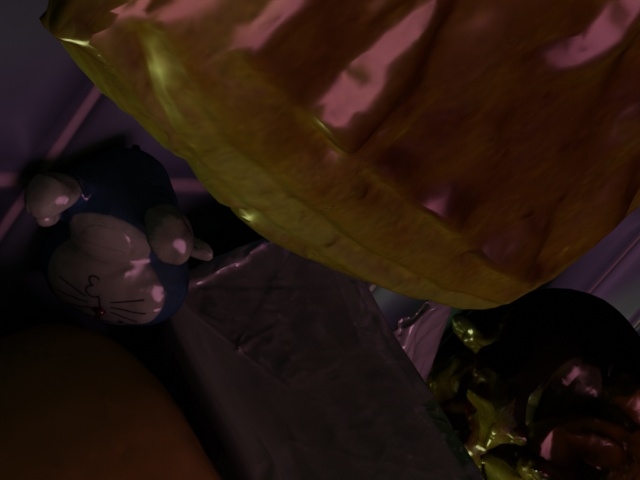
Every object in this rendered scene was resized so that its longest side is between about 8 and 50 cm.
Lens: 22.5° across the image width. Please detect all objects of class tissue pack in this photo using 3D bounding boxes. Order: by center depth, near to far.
[{"bbox_3d":[0.000,0.110,0.797,0.145,0.159,0.229,-23,156,-23],"label":"tissue pack"}]

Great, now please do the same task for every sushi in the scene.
[{"bbox_3d":[0.146,0.142,1.079,0.204,0.200,0.213,-14,146,-40],"label":"sushi"}]

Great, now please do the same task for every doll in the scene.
[{"bbox_3d":[-0.080,0.003,0.663,0.050,0.076,0.083,-66,172,-45],"label":"doll"}]

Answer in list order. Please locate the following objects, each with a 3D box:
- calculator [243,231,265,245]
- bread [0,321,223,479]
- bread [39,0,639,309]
[{"bbox_3d":[0.000,0.000,0.826,0.166,0.024,0.103,-47,155,21],"label":"calculator"},{"bbox_3d":[-0.196,0.243,0.679,0.376,0.253,0.348,-26,156,-26],"label":"bread"},{"bbox_3d":[0.048,-0.137,0.482,0.277,0.167,0.324,-44,147,8],"label":"bread"}]
